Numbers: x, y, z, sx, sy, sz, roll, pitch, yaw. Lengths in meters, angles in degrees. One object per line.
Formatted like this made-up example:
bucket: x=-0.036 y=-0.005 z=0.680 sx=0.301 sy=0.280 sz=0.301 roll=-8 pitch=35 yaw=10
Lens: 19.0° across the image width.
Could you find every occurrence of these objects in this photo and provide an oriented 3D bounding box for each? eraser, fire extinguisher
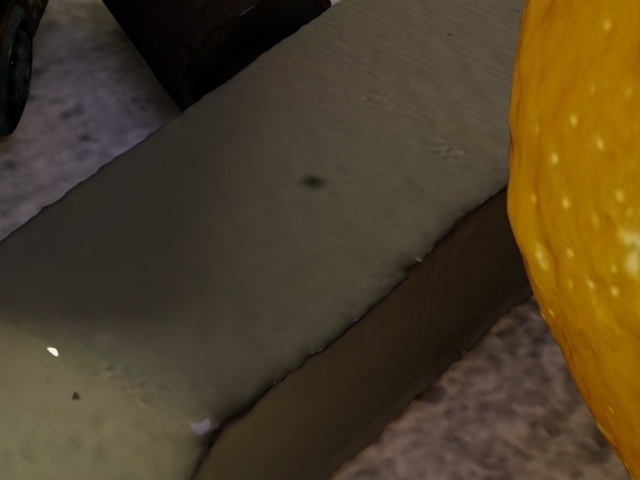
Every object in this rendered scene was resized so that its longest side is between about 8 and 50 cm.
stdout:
eraser: x=0.000 y=0.001 z=0.665 sx=0.111 sy=0.077 sz=0.352 roll=28 pitch=46 yaw=26
fire extinguisher: x=-0.082 y=-0.150 z=0.810 sx=0.072 sy=0.089 sz=0.267 roll=-30 pitch=50 yaw=-7

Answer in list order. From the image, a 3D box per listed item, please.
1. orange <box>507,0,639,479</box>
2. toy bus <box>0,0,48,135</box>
orange: x=0.228 y=-0.021 z=0.528 sx=0.341 sy=0.340 sz=0.293 roll=-12 pitch=50 yaw=-20
toy bus: x=-0.178 y=-0.084 z=0.666 sx=0.138 sy=0.167 sz=0.275 roll=8 pitch=41 yaw=2
